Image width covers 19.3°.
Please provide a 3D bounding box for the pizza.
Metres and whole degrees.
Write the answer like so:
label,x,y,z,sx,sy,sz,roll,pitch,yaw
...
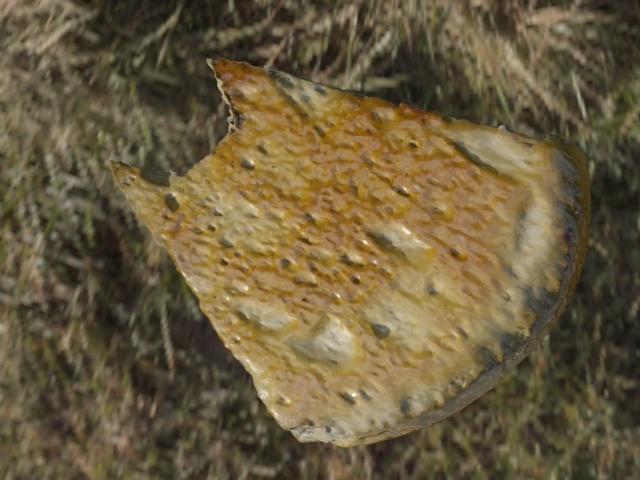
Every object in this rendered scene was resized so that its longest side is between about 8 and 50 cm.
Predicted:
label,x,y,z,sx,sy,sz,roll,pitch,yaw
pizza,0.000,0.000,0.915,0.262,0.034,0.181,25,83,32
